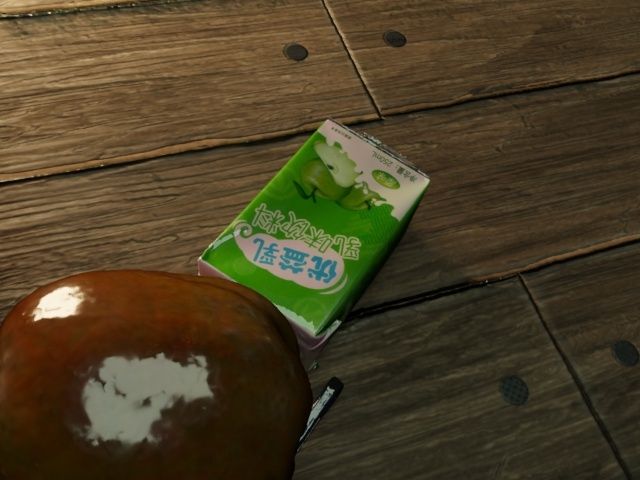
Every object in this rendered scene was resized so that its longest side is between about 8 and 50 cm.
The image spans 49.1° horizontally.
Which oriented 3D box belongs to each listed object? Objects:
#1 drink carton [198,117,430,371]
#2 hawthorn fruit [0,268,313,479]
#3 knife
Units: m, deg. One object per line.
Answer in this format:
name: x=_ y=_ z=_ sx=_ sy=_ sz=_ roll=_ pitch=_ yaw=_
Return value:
drink carton: x=0.000 y=0.000 z=0.824 sx=0.161 sy=0.108 sz=0.271 roll=33 pitch=60 yaw=12
hawthorn fruit: x=-0.162 y=0.145 z=0.599 sx=0.301 sy=0.268 sz=0.268 roll=14 pitch=57 yaw=-17
knife: x=-0.013 y=0.196 z=0.750 sx=0.018 sy=0.031 sz=0.121 roll=35 pitch=64 yaw=10
